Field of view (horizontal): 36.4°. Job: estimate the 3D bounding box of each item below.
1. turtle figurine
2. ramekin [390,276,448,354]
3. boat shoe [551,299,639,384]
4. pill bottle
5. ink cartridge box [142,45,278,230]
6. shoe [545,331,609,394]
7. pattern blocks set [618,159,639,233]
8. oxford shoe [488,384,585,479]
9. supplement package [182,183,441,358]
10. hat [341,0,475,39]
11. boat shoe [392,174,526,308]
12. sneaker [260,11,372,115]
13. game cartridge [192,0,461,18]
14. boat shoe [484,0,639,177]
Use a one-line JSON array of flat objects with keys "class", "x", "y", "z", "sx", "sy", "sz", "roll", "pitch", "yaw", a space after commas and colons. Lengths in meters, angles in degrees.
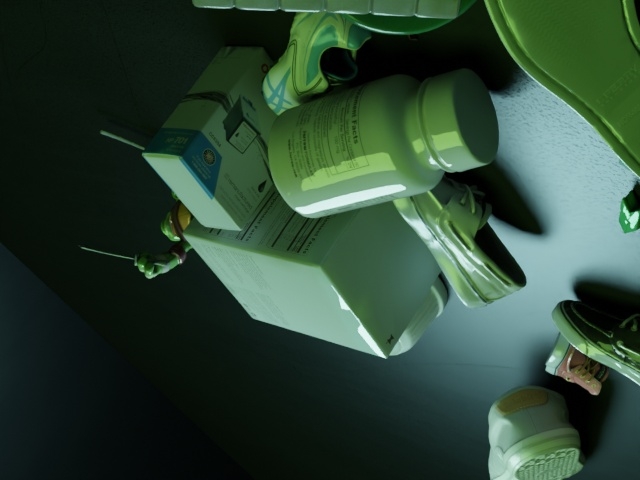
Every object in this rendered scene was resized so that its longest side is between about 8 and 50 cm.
[{"class": "turtle figurine", "x": -0.249, "y": -0.048, "z": 1.566, "sx": 0.275, "sy": 0.198, "sz": 0.266, "roll": 40, "pitch": 153, "yaw": -23}, {"class": "ramekin", "x": 0.080, "y": 0.086, "z": 1.502, "sx": 0.207, "sy": 0.109, "sz": 0.207, "roll": 29, "pitch": 156, "yaw": 14}, {"class": "boat shoe", "x": 0.398, "y": 0.128, "z": 1.224, "sx": 0.219, "sy": 0.078, "sz": 0.070, "roll": 34, "pitch": 126, "yaw": 22}, {"class": "pill bottle", "x": 0.068, "y": -0.108, "z": 1.055, "sx": 0.229, "sy": 0.131, "sz": 0.131, "roll": -12, "pitch": 133, "yaw": 35}, {"class": "ink cartridge box", "x": -0.112, "y": -0.130, "z": 1.224, "sx": 0.082, "sy": 0.190, "sz": 0.139, "roll": 9, "pitch": 147, "yaw": 43}, {"class": "shoe", "x": 0.356, "y": 0.163, "z": 1.330, "sx": 0.081, "sy": 0.063, "sz": 0.178, "roll": 23, "pitch": 170, "yaw": 17}, {"class": "pattern blocks set", "x": 0.417, "y": 0.030, "z": 0.933, "sx": 0.325, "sy": 0.026, "sz": 0.285, "roll": 38, "pitch": 162, "yaw": 39}, {"class": "oxford shoe", "x": 0.354, "y": 0.343, "z": 1.645, "sx": 0.449, "sy": 0.169, "sz": 0.130, "roll": 67, "pitch": -178, "yaw": -65}, {"class": "supplement package", "x": 0.000, "y": 0.000, "z": 1.322, "sx": 0.263, "sy": 0.198, "sz": 0.199, "roll": 12, "pitch": 148, "yaw": 42}, {"class": "hat", "x": 0.070, "y": -0.287, "z": 0.882, "sx": 0.173, "sy": 0.183, "sz": 0.208, "roll": 27, "pitch": 115, "yaw": -10}, {"class": "boat shoe", "x": 0.166, "y": -0.028, "z": 1.192, "sx": 0.088, "sy": 0.096, "sz": 0.267, "roll": -22, "pitch": 114, "yaw": 28}, {"class": "sneaker", "x": -0.006, "y": -0.190, "z": 1.093, "sx": 0.086, "sy": 0.085, "sz": 0.237, "roll": 50, "pitch": 158, "yaw": 7}, {"class": "game cartridge", "x": 0.005, "y": -0.316, "z": 0.671, "sx": 0.230, "sy": 0.068, "sz": 0.355, "roll": 6, "pitch": 140, "yaw": 3}, {"class": "boat shoe", "x": 0.227, "y": -0.165, "z": 0.816, "sx": 0.114, "sy": 0.091, "sz": 0.302, "roll": -33, "pitch": 112, "yaw": 17}]
